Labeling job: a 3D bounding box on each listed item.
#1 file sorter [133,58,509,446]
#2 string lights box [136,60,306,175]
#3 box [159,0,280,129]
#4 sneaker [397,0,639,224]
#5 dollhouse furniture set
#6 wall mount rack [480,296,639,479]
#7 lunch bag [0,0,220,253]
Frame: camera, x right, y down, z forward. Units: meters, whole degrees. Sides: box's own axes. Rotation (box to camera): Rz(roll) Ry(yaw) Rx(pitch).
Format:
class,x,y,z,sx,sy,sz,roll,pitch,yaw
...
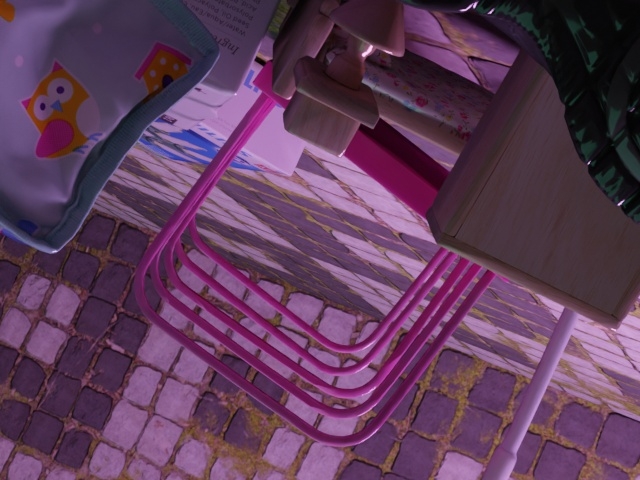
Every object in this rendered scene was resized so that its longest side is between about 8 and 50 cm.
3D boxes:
class,x,y,z,sx,sy,sz,roll,pitch,yaw
file sorter,0.000,0.000,1.103,0.202,0.182,0.290,38,-172,-3
string lights box,-0.125,-0.129,1.412,0.133,0.077,0.260,30,170,-31
box,-0.125,-0.168,0.984,0.182,0.119,0.181,25,172,-11
sneaker,0.115,-0.110,0.638,0.286,0.109,0.130,41,-152,-11
dollhouse furniture set,0.145,-0.098,0.889,0.303,0.174,0.355,26,-164,-11
wall mount rack,0.271,0.089,1.079,0.350,0.130,0.304,23,135,4
lunch bag,-0.211,-0.132,0.698,0.262,0.160,0.223,43,168,-33
